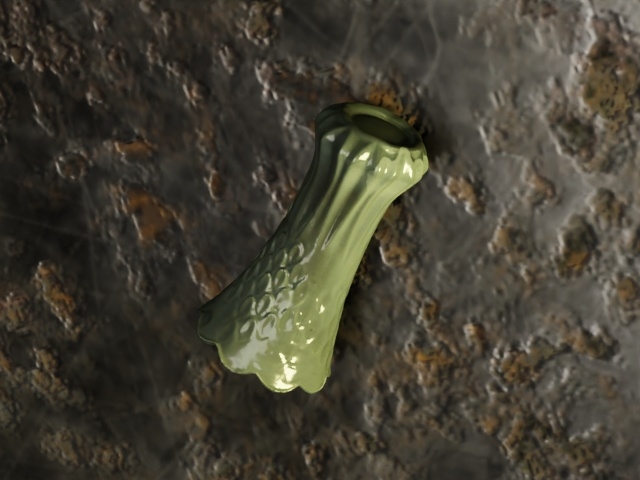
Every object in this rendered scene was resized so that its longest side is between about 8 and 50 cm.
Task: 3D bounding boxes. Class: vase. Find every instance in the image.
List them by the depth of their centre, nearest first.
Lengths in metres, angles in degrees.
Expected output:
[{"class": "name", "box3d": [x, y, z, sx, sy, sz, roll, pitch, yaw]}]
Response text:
[{"class": "vase", "box3d": [0.000, 0.000, 0.931, 0.081, 0.081, 0.148, 35, 117, 12]}]
